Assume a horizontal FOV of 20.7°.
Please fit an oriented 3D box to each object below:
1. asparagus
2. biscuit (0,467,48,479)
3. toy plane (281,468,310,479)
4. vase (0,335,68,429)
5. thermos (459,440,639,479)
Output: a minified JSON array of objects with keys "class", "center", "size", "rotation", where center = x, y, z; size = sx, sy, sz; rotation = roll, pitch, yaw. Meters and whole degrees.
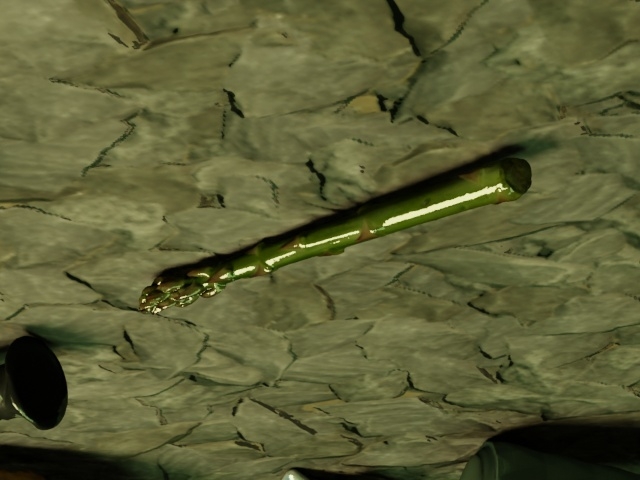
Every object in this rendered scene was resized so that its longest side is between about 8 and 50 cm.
[{"class":"asparagus","center":[0.000,0.000,0.918],"size":[0.249,0.024,0.025],"rotation":[-18,145,33]},{"class":"biscuit","center":[-0.261,0.259,1.353],"size":[0.289,0.081,0.334],"rotation":[25,139,-19]},{"class":"toy plane","center":[-0.029,0.283,1.386],"size":[0.267,0.122,0.266],"rotation":[9,127,12]},{"class":"vase","center":[-0.236,0.104,1.075],"size":[0.167,0.059,0.059],"rotation":[-16,153,26]},{"class":"thermos","center":[0.236,0.245,1.289],"size":[0.287,0.144,0.182],"rotation":[13,173,-5]}]
